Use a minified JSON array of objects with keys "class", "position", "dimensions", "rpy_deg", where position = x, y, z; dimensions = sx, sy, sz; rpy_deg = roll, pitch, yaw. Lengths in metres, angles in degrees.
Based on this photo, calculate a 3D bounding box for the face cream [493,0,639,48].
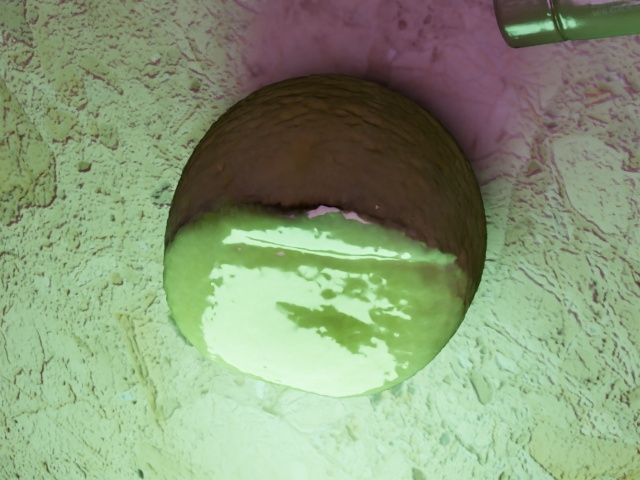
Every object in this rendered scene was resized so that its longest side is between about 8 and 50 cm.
[{"class":"face cream","position":[0.325,-0.239,1.138],"dimensions":[0.341,0.084,0.137],"rpy_deg":[-7,90,25]}]

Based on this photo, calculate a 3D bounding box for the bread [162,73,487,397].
[{"class":"bread","position":[0.004,-0.006,1.271],"dimensions":[0.320,0.237,0.320],"rpy_deg":[12,128,15]}]
